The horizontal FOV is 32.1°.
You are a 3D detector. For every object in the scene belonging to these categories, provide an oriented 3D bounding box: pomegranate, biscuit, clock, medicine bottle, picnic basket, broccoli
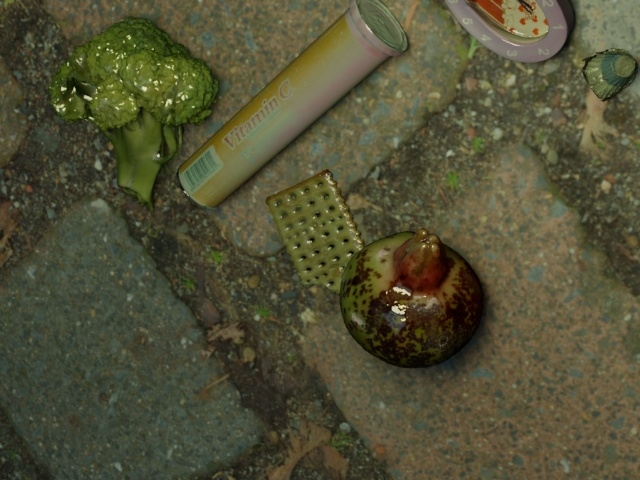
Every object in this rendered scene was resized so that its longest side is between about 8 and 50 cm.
[{"bbox_3d":[0.139,0.067,1.613,0.214,0.214,0.247,32,143,15],"label":"pomegranate"},{"bbox_3d":[0.000,0.000,1.779,0.144,0.016,0.203,-21,94,29],"label":"biscuit"},{"bbox_3d":[0.255,-0.341,1.508,0.172,0.064,0.198,6,131,27],"label":"clock"},{"bbox_3d":[-0.056,-0.203,1.698,0.426,0.108,0.108,-37,87,31],"label":"medicine bottle"},{"bbox_3d":[0.387,-0.227,1.500,0.065,0.083,0.083,58,164,-1],"label":"picnic basket"},{"bbox_3d":[-0.324,-0.209,1.778,0.254,0.186,0.302,38,112,1],"label":"broccoli"}]
